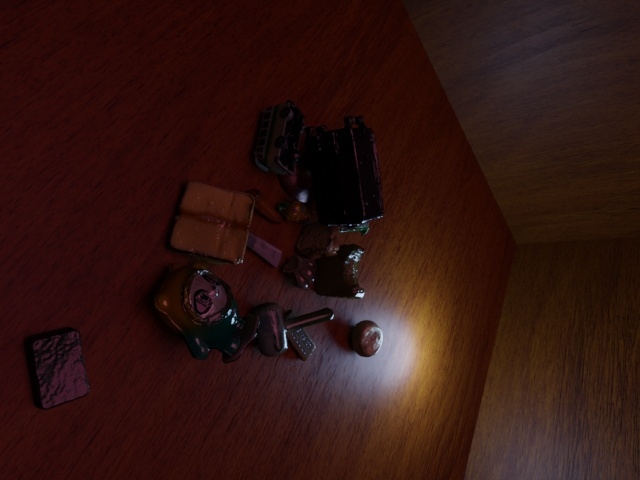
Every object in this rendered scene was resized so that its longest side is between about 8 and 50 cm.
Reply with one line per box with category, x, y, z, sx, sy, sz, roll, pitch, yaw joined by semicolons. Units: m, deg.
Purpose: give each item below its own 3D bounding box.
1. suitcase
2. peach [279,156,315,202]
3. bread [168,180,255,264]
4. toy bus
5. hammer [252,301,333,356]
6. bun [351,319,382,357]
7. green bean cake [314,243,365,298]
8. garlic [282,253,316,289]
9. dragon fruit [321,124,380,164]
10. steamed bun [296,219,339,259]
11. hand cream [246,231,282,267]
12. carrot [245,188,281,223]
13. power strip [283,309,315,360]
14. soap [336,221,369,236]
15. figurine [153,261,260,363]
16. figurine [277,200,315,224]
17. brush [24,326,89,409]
suitcase;0.096;-0.265;1.761;0.194;0.283;0.433;-16;101;-45
peach;-0.076;-0.265;1.901;0.279;0.068;0.188;38;61;-39
bread;-0.368;-0.062;1.479;0.236;0.199;0.263;23;68;-36
toy bus;-0.167;-0.405;1.744;0.134;0.165;0.275;35;61;-56
hammer;-0.099;0.323;1.719;0.336;0.119;0.206;-11;96;-28
bun;0.221;0.478;2.123;0.164;0.111;0.188;-38;118;-24
green bean cake;0.098;0.139;1.929;0.124;0.233;0.235;16;75;-52
garlic;-0.070;0.158;1.834;0.131;0.127;0.194;-61;147;-37
dragon fruit;0.142;-0.371;1.987;0.263;0.297;0.313;-23;114;-61
steamed bun;0.000;0.000;1.888;0.106;0.178;0.192;48;42;-45
hand cream;-0.242;0.023;1.700;0.255;0.048;0.079;37;59;-40
carrot;-0.218;-0.126;1.737;0.205;0.072;0.072;45;55;-42
power strip;-0.107;0.387;1.819;0.092;0.034;0.267;-50;121;-38
soap;0.128;-0.117;2.083;0.274;0.098;0.217;-8;92;-47
figurine;-0.383;0.231;1.415;0.340;0.232;0.323;46;29;-24
figurine;-0.099;-0.127;1.827;0.156;0.115;0.094;33;52;-38
brush;-0.700;0.339;1.158;0.123;0.059;0.197;-11;94;-49
